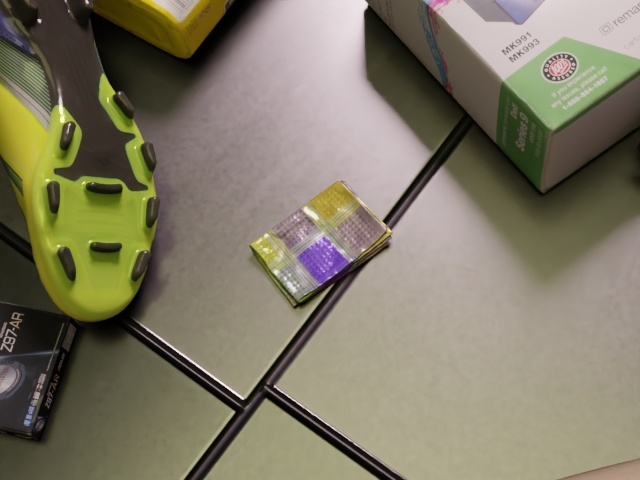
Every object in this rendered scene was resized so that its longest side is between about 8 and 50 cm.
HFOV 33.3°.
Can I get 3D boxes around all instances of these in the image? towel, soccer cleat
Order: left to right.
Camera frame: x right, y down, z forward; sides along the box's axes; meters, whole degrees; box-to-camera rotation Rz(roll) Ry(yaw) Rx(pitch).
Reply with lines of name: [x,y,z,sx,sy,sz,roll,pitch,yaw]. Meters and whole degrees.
soccer cleat: [-0.191,-0.076,0.752,0.093,0.121,0.289,-7,74,-41]
towel: [0.000,0.000,0.725,0.083,0.009,0.060,-35,68,-8]

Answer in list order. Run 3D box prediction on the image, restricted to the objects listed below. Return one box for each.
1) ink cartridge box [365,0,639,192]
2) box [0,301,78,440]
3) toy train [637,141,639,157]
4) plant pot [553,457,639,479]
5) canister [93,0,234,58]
ink cartridge box: [0.145,-0.165,0.733,0.154,0.093,0.212,-35,65,-7]
box: [-0.206,0.085,0.710,0.067,0.018,0.083,11,69,12]
toy train: [0.269,-0.027,0.666,0.105,0.080,0.184,-18,66,6]
plant pot: [0.183,0.204,0.504,0.274,0.256,0.256,-23,65,-20]
canister: [-0.097,-0.233,0.805,0.126,0.073,0.170,31,75,19]
